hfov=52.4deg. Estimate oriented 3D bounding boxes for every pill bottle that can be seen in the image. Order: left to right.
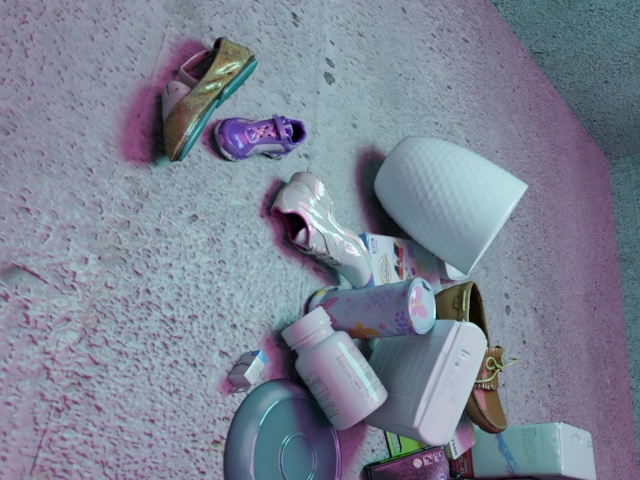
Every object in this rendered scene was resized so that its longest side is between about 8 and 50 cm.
[{"bbox_3d":[0.023,0.256,1.325,0.131,0.131,0.229,-26,79,-51],"label":"pill bottle"}]

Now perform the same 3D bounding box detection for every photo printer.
[{"bbox_3d":[0.196,0.292,1.398,0.107,0.307,0.256,32,72,-17],"label":"photo printer"}]

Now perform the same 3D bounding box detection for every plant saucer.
[{"bbox_3d":[-0.054,0.429,1.271,0.317,0.044,0.317,22,60,-45],"label":"plant saucer"}]

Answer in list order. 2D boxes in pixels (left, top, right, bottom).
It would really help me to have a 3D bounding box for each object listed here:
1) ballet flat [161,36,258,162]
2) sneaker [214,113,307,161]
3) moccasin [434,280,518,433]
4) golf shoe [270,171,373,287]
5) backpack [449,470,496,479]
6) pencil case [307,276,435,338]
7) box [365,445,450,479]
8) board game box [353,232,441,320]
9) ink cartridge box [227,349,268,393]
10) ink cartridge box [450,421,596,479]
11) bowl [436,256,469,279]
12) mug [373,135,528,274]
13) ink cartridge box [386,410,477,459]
[{"bbox_3d":[-0.239,-0.285,1.262,0.123,0.123,0.348,51,44,-26],"label":"ballet flat"},{"bbox_3d":[-0.117,-0.226,1.379,0.236,0.104,0.095,-10,87,-50],"label":"sneaker"},{"bbox_3d":[0.402,0.289,1.640,0.139,0.147,0.380,20,54,-42],"label":"moccasin"},{"bbox_3d":[0.000,0.000,1.451,0.306,0.115,0.140,54,53,-14],"label":"golf shoe"},{"bbox_3d":[0.440,0.720,1.603,0.355,0.290,0.273,25,67,-51],"label":"backpack"},{"bbox_3d":[0.108,0.148,1.387,0.113,0.273,0.124,51,47,-34],"label":"pencil case"},{"bbox_3d":[0.208,0.576,1.461,0.184,0.045,0.190,-9,84,-20],"label":"box"},{"bbox_3d":[0.204,0.114,1.675,0.316,0.064,0.242,7,71,-49],"label":"board game box"},{"bbox_3d":[-0.140,0.247,1.225,0.028,0.048,0.083,56,41,-21],"label":"ink cartridge box"},{"bbox_3d":[0.527,0.564,1.709,0.226,0.306,0.131,26,58,-42],"label":"ink cartridge box"},{"bbox_3d":[0.376,0.050,1.915,0.142,0.053,0.142,0,76,-50],"label":"bowl"},{"bbox_3d":[0.323,-0.105,1.725,0.276,0.328,0.374,-54,167,-3],"label":"mug"},{"bbox_3d":[0.270,0.454,1.608,0.255,0.097,0.188,-9,84,-52],"label":"ink cartridge box"}]
